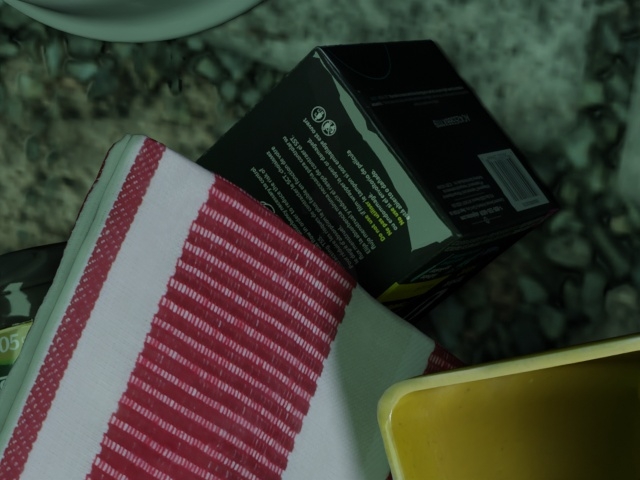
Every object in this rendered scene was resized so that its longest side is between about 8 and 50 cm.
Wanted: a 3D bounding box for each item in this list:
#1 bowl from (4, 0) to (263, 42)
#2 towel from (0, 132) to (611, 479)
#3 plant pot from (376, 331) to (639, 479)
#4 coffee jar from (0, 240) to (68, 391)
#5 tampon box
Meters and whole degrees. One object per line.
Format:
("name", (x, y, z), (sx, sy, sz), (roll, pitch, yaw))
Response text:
("bowl", (-0.123, -0.236, 0.902), (0.298, 0.134, 0.298), (4, 100, 26))
("towel", (-0.004, 0.139, 0.765), (0.037, 0.329, 0.237), (-8, 53, 46))
("plant pot", (0.177, 0.123, 0.776), (0.212, 0.187, 0.212), (-13, 92, 29))
("coffee jar", (-0.133, 0.095, 0.991), (0.096, 0.079, 0.184), (-16, 90, 28))
("tampon box", (0.000, 0.000, 0.884), (0.161, 0.120, 0.101), (-41, 78, 26))
